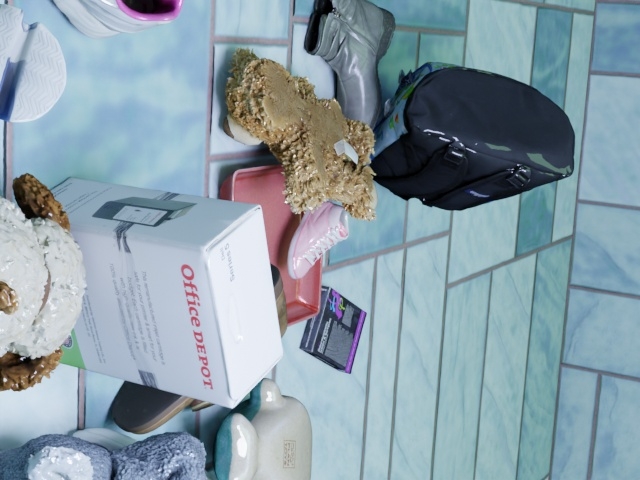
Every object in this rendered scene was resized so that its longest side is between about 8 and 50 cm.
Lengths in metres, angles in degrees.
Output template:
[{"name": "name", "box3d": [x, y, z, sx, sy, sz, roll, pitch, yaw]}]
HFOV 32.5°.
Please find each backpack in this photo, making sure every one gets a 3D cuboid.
[{"name": "backpack", "box3d": [0.221, -0.168, 1.847, 0.355, 0.290, 0.273, 129, -27, -62]}]

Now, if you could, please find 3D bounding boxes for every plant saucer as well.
[{"name": "plant saucer", "box3d": [-0.078, 0.009, 1.651, 0.259, 0.048, 0.258, -15, 111, -58]}]

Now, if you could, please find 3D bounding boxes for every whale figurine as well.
[{"name": "whale figurine", "box3d": [-0.105, 0.304, 1.567, 0.272, 0.141, 0.216, 30, 60, -70]}]

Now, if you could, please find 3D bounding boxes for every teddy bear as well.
[{"name": "teddy bear", "box3d": [-0.026, -0.142, 1.593, 0.338, 0.113, 0.245, 10, 65, -56]}]

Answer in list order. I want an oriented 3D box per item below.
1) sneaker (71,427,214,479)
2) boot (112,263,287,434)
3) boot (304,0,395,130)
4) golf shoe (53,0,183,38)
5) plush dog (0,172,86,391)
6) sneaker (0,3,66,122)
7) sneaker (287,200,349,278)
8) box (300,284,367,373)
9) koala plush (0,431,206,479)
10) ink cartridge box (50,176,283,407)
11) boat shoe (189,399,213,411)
[{"name": "sneaker", "box3d": [-0.226, 0.322, 1.440, 0.114, 0.152, 0.305, -38, 126, 7]}, {"name": "boot", "box3d": [-0.146, 0.167, 1.476, 0.305, 0.112, 0.115, -44, 137, -30]}, {"name": "boot", "box3d": [0.027, -0.282, 1.748, 0.161, 0.083, 0.246, 15, 85, -48]}, {"name": "golf shoe", "box3d": [-0.257, -0.319, 1.150, 0.306, 0.140, 0.115, 38, 66, -56]}, {"name": "plush dog", "box3d": [-0.316, 0.038, 1.078, 0.225, 0.211, 0.262, 12, 87, -64]}, {"name": "sneaker", "box3d": [-0.399, -0.170, 0.952, 0.316, 0.182, 0.127, 27, 63, -28]}, {"name": "sneaker", "box3d": [0.000, 0.000, 1.667, 0.051, 0.070, 0.134, 51, 55, -55]}, {"name": "box", "box3d": [0.024, 0.154, 1.892, 0.162, 0.029, 0.116, 40, 63, -58]}, {"name": "koala plush", "box3d": [-0.254, 0.283, 1.226, 0.221, 0.196, 0.203, 28, 68, -25]}, {"name": "ink cartridge box", "box3d": [-0.191, 0.053, 1.230, 0.115, 0.273, 0.198, -42, 133, -48]}, {"name": "boat shoe", "box3d": [-0.139, 0.194, 1.593, 0.178, 0.064, 0.060, -30, 93, -56]}]
